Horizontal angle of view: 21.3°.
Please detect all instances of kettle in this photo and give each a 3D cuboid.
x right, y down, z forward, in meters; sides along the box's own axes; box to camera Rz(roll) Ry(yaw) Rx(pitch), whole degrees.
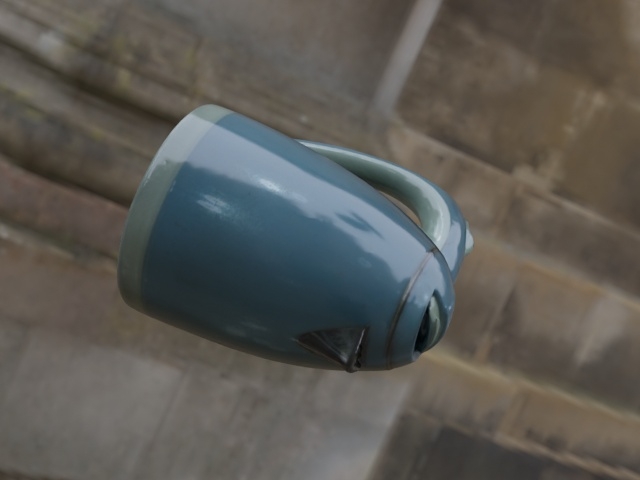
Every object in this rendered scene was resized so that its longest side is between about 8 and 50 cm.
[{"bbox_3d":[0.000,0.000,1.881,0.342,0.247,0.319,22,47,13],"label":"kettle"}]
